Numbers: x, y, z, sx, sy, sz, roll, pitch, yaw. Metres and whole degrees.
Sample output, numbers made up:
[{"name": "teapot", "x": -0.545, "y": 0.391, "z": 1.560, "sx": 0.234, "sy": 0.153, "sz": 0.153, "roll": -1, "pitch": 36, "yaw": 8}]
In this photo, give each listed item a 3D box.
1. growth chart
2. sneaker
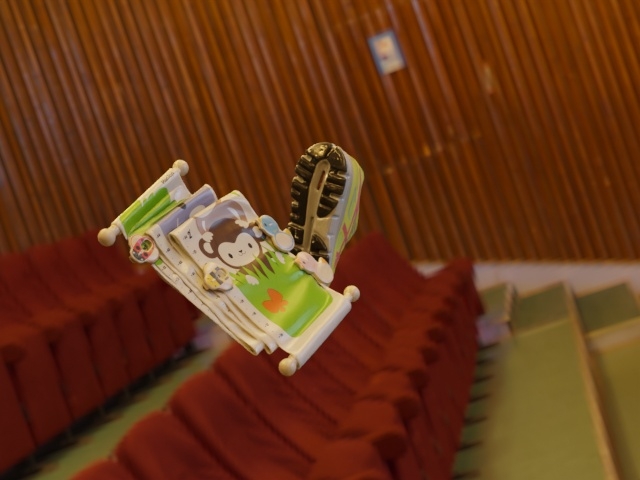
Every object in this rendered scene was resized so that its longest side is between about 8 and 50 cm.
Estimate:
[{"name": "growth chart", "x": -0.078, "y": 0.022, "z": 1.266, "sx": 0.021, "sy": 0.237, "sz": 0.172, "roll": -47, "pitch": 8, "yaw": 41}, {"name": "sneaker", "x": 0.000, "y": 0.000, "z": 1.444, "sx": 0.081, "sy": 0.208, "sz": 0.094, "roll": 26, "pitch": 10, "yaw": 23}]
